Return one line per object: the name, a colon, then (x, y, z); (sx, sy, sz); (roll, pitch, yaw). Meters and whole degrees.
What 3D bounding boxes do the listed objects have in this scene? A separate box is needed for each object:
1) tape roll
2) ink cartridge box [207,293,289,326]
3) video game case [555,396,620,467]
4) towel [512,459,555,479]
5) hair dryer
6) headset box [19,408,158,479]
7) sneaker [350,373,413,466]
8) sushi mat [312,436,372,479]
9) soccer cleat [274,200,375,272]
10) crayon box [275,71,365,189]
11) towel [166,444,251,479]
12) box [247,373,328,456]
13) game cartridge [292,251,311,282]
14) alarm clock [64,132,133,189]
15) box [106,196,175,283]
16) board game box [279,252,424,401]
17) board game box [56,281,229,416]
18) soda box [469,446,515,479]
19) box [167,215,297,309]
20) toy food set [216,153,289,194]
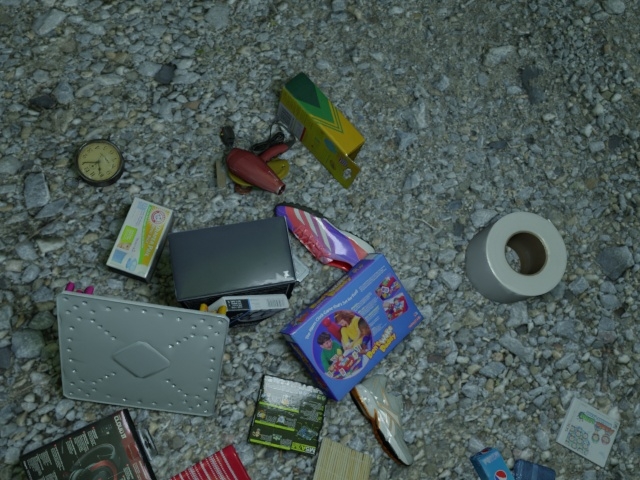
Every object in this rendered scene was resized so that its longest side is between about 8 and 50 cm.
tape roll: (0.565, 0.054, 1.910); (0.246, 0.169, 0.246); (2, 76, -9)
ink cartridge box: (-0.224, 0.194, 1.689); (0.206, 0.208, 0.045); (1, 66, -45)
video game case: (0.778, 0.557, 1.903); (0.157, 0.019, 0.143); (29, 74, -2)
towel: (0.601, 0.662, 1.845); (0.119, 0.029, 0.067); (18, 75, -4)
hair dryer: (-0.159, -0.243, 1.854); (0.223, 0.080, 0.294); (-7, 53, -12)
headset box: (-0.558, 0.570, 1.638); (0.293, 0.110, 0.218); (-24, 82, -13)
sneaker: (0.196, 0.485, 1.790); (0.121, 0.099, 0.262); (-29, 84, -19)
sushi mat: (0.043, 0.665, 1.677); (0.151, 0.019, 0.316); (22, 43, -4)
soccer cleat: (0.000, 0.000, 1.865); (0.318, 0.108, 0.116); (29, 70, -5)
crayon box: (0.013, -0.310, 1.892); (0.081, 0.202, 0.318); (-41, 87, -15)
towel: (-0.302, 0.682, 1.695); (0.274, 0.031, 0.199); (-27, 82, -14)
box: (-0.085, 0.472, 1.773); (0.190, 0.045, 0.184); (14, 77, -7)
game cartridge: (-0.074, 0.078, 1.881); (0.083, 0.017, 0.056); (46, 71, 3)
alarm clock: (-0.633, -0.204, 1.833); (0.192, 0.064, 0.129); (-39, 86, -18)
box: (-0.486, 0.001, 1.787); (0.114, 0.103, 0.203); (19, 75, -4)
board game box: (0.092, 0.229, 1.781); (0.347, 0.078, 0.233); (-39, 106, -22)
board game box: (-0.437, 0.278, 1.615); (0.390, 0.390, 0.050); (10, 39, -7)
soda box: (0.500, 0.680, 1.802); (0.067, 0.071, 0.210); (-26, 82, -15)
box: (-0.225, 0.071, 1.707); (0.296, 0.294, 0.183); (-9, 79, -8)
toy food set: (-0.199, -0.188, 1.903); (0.217, 0.071, 0.128); (-10, 54, -14)
